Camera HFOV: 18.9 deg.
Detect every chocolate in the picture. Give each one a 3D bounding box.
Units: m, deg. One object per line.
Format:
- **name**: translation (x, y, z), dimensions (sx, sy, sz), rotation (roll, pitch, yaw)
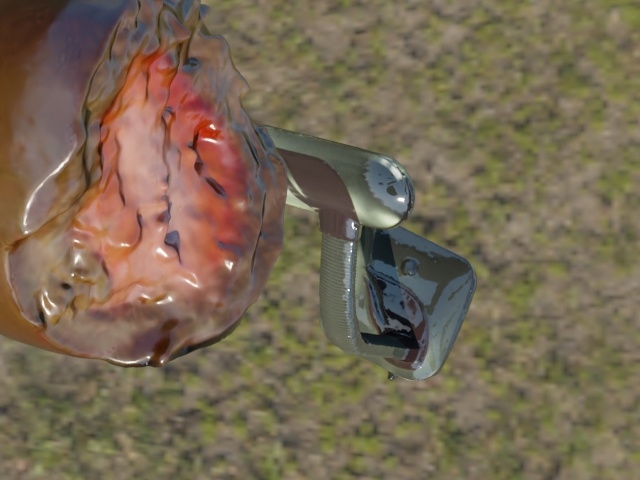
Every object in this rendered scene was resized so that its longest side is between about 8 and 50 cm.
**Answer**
- **chocolate**: translation (-0.074, -0.032, 0.624), dimensions (0.124, 0.127, 0.133), rotation (-83, 178, -58)

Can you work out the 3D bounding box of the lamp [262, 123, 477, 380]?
- **lamp**: translation (-0.004, 0.005, 1.491), dimensions (0.124, 0.203, 0.283), rotation (-60, 157, -8)
